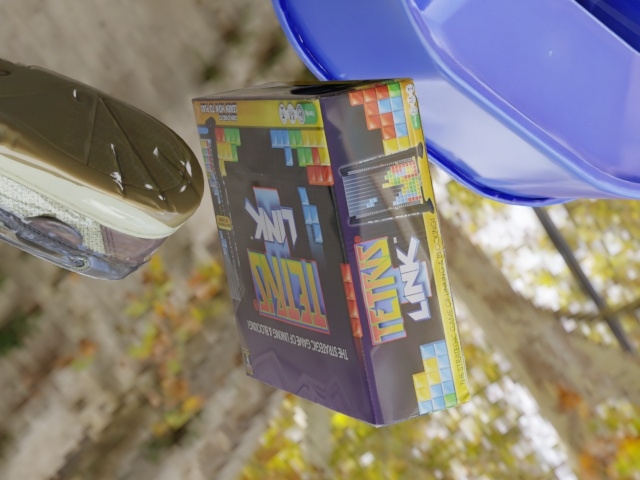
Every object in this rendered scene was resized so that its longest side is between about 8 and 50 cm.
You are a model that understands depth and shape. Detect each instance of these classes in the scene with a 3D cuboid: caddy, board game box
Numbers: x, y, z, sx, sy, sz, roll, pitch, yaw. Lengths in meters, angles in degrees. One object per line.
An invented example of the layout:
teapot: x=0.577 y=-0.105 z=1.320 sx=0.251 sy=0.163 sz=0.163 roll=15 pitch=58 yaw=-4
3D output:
caddy: x=0.122 y=-0.164 z=1.241 sx=0.179 sy=0.341 sz=0.241 roll=11 pitch=-111 yaw=60
board game box: x=0.000 y=0.000 z=0.893 sx=0.048 sy=0.141 sz=0.170 roll=-12 pitch=-173 yaw=-20

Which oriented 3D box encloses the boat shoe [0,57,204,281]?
boat shoe: x=-0.159 y=-0.044 z=0.799 sx=0.073 sy=0.224 sz=0.080 roll=-56 pitch=-163 yaw=32
